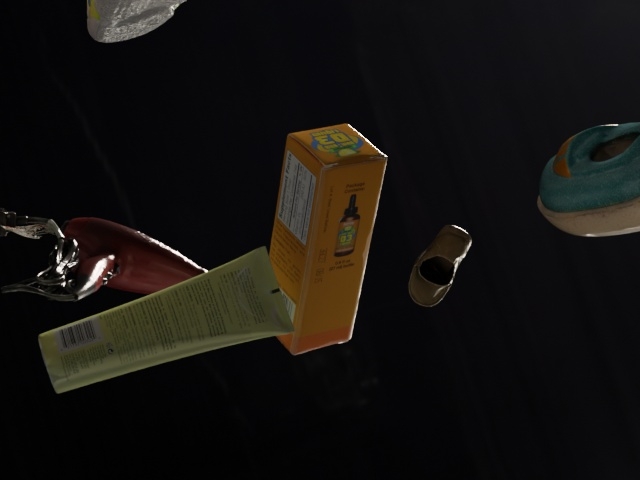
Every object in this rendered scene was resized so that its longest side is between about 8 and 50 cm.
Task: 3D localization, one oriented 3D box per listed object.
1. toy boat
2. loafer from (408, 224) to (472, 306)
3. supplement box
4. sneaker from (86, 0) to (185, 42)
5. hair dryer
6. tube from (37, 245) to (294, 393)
[{"bbox_3d":[0.418,-0.135,1.834,0.318,0.148,0.267,-43,18,-27],"label":"toy boat"},{"bbox_3d":[0.140,0.038,1.711,0.050,0.056,0.148,-54,-10,-39],"label":"loafer"},{"bbox_3d":[0.000,0.000,1.416,0.078,0.080,0.233,-11,-50,-30],"label":"supplement box"},{"bbox_3d":[-0.153,-0.280,1.186,0.091,0.126,0.240,-10,-25,-38],"label":"sneaker"},{"bbox_3d":[-0.268,0.041,1.653,0.293,0.080,0.223,2,28,-35],"label":"hair dryer"},{"bbox_3d":[-0.152,0.085,1.352,0.240,0.070,0.062,-19,27,-8],"label":"tube"}]
